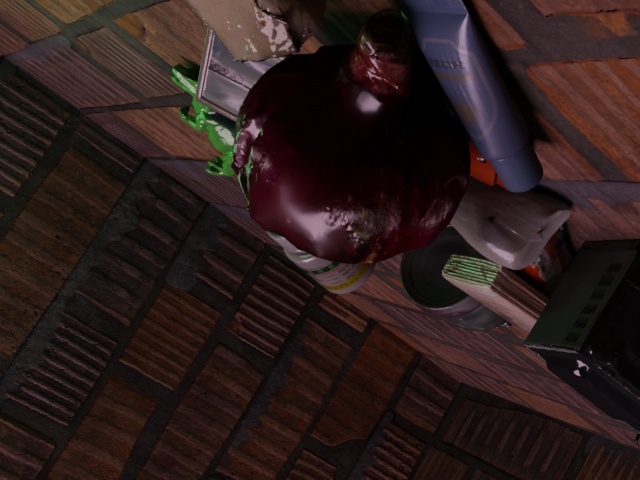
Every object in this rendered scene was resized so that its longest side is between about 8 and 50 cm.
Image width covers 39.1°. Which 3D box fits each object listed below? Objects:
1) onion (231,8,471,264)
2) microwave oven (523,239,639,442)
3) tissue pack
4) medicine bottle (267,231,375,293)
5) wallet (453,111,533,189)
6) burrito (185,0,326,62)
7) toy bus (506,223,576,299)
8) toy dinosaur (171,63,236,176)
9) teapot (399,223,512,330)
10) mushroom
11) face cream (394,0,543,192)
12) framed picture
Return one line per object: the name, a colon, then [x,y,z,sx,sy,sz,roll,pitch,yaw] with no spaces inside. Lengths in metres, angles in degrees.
onion: [0.069,-0.196,1.436,0.398,0.398,0.420,29,131,13]
microwave oven: [0.625,0.202,1.721,0.355,0.286,0.218,38,167,-13]
tissue pack: [0.418,0.137,1.893,0.325,0.071,0.170,32,173,-30]
medicine bottle: [0.000,0.000,2.706,0.208,0.208,0.340,20,165,45]
wallet: [0.302,-0.154,1.597,0.142,0.045,0.204,27,169,16]
burrito: [-0.139,-0.420,1.356,0.190,0.135,0.332,9,155,41]
toy bus: [0.445,0.033,1.857,0.121,0.120,0.265,23,168,30]
toy dinosaur: [-0.158,-0.254,2.318,0.500,0.144,0.374,28,157,0]
teapot: [0.344,0.079,2.180,0.312,0.233,0.315,36,-161,-48]
mushroom: [0.308,-0.070,1.757,0.329,0.159,0.122,35,168,33]
face cream: [0.240,-0.219,1.366,0.135,0.086,0.385,20,156,48]
framed picture: [-0.119,-0.306,1.837,0.289,0.016,0.213,30,135,10]
